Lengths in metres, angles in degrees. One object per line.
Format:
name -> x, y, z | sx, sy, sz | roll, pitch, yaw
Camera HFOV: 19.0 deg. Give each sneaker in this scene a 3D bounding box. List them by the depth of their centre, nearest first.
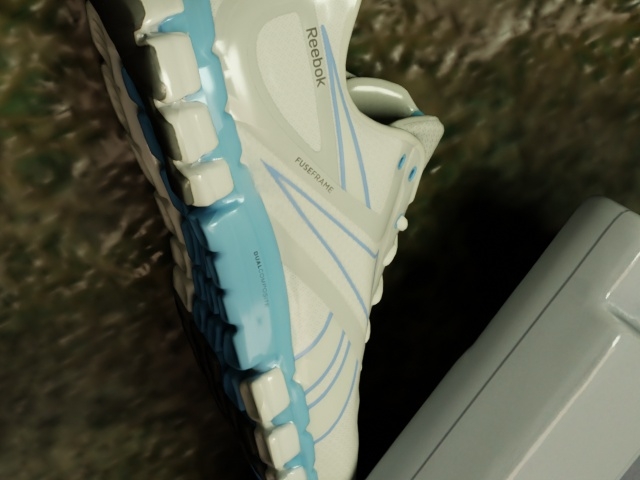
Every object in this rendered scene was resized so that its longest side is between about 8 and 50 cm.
sneaker -> 0.000, 0.000, 0.529 | 0.083, 0.071, 0.191 | -24, 131, -15

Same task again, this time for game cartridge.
game cartridge -> 0.108, 0.118, 0.630 | 0.294, 0.060, 0.196 | 32, 94, -48
